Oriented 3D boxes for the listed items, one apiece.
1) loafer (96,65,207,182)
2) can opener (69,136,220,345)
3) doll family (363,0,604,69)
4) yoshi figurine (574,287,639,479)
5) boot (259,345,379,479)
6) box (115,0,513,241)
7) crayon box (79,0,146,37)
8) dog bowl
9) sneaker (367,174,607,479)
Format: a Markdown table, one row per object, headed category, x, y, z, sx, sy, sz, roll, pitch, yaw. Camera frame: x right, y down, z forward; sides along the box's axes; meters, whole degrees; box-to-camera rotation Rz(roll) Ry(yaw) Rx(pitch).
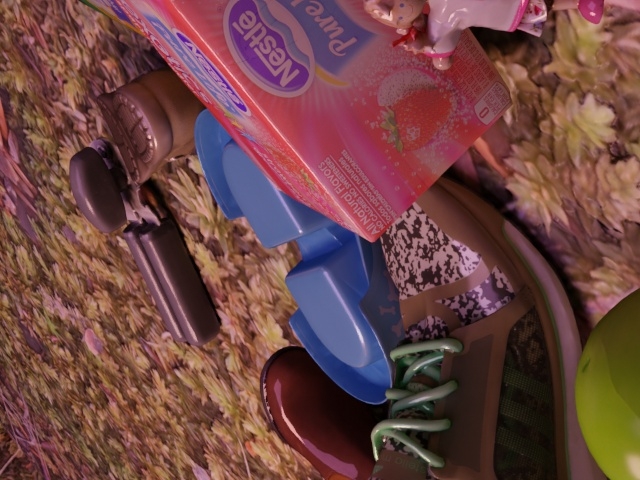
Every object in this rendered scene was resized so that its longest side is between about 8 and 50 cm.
| category | x | y | z | sx | sy | sz | roll | pitch | yaw |
| --- | --- | --- | --- | --- | --- | --- | --- | --- | --- |
| loafer | -0.155 | -0.118 | 1.170 | 0.102 | 0.092 | 0.268 | 67 | 167 | -10 |
| can opener | -0.208 | 0.006 | 1.385 | 0.074 | 0.093 | 0.280 | 9 | 131 | 53 |
| doll family | 0.076 | -0.219 | 0.625 | 0.263 | 0.163 | 0.118 | 93 | 172 | -52 |
| yoshi figurine | 0.240 | 0.140 | 0.545 | 0.362 | 0.203 | 0.203 | 63 | 157 | -5 |
| boot | 0.070 | 0.227 | 1.119 | 0.280 | 0.096 | 0.264 | 13 | 131 | 64 |
| box | -0.033 | -0.160 | 0.757 | 0.300 | 0.142 | 0.154 | 50 | 170 | -31 |
| crayon box | -0.162 | -0.247 | 0.966 | 0.323 | 0.083 | 0.203 | 31 | 170 | 38 |
| dog bowl | 0.000 | 0.000 | 1.050 | 0.297 | 0.074 | 0.166 | 60 | 157 | -4 |
| sneaker | 0.101 | 0.143 | 0.895 | 0.158 | 0.182 | 0.410 | -30 | 77 | 59 |
